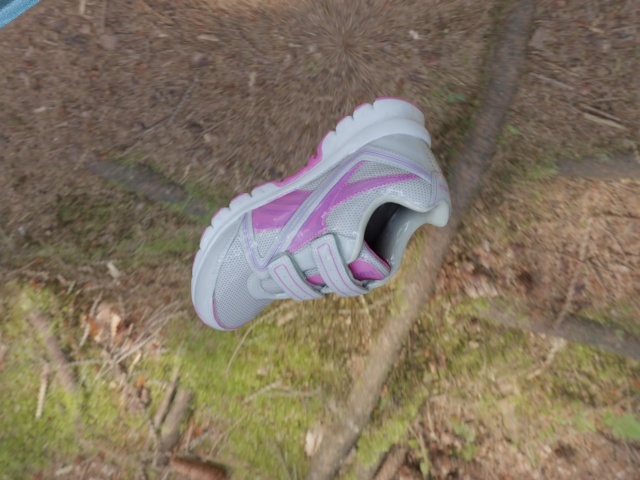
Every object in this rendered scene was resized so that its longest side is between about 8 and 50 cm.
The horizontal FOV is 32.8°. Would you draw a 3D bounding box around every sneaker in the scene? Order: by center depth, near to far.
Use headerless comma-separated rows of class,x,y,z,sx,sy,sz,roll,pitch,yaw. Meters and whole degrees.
sneaker,0.000,0.000,0.883,0.252,0.103,0.111,-40,55,15

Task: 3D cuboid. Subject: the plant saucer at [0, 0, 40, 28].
plant saucer,-0.190,-0.206,0.799,0.192,0.067,0.018,-30,93,18
